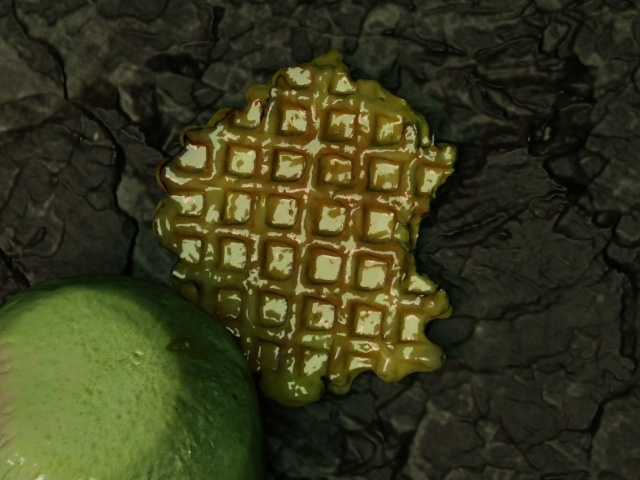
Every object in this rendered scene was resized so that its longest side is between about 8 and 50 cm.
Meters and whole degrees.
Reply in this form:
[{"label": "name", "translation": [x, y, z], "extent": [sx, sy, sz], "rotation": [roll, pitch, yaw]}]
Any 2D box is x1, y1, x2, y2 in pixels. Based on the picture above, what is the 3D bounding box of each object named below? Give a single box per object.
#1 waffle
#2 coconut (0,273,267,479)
[{"label": "waffle", "translation": [-0.003, -0.009, 1.541], "extent": [0.281, 0.058, 0.301], "rotation": [-18, 87, 8]}, {"label": "coconut", "translation": [-0.178, 0.192, 1.451], "extent": [0.281, 0.328, 0.328], "rotation": [-30, 83, -20]}]
